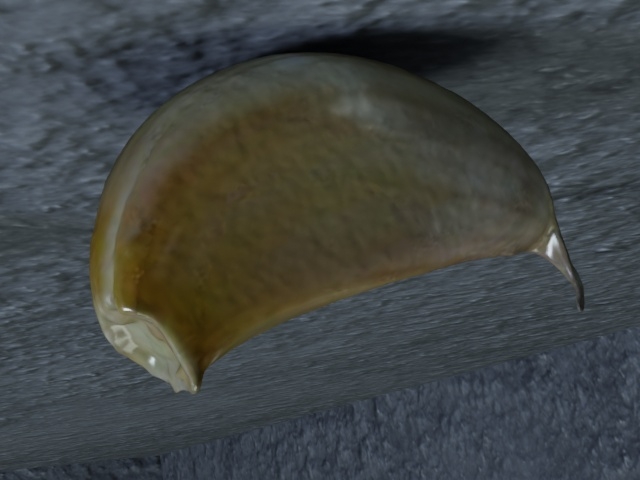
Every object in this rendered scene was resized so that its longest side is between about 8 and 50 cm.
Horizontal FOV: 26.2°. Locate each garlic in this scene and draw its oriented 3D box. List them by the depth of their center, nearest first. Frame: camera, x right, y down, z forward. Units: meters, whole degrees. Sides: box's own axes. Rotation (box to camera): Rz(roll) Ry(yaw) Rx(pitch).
[{"bbox_3d":[0.001,-0.013,0.690,0.245,0.164,0.145,-12,152,-16],"label":"garlic"}]
